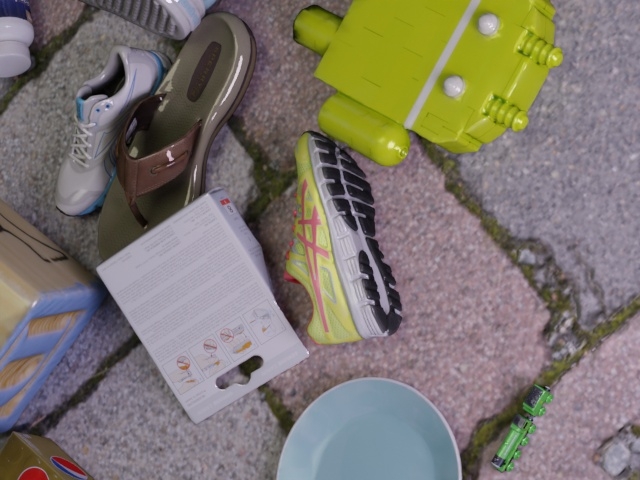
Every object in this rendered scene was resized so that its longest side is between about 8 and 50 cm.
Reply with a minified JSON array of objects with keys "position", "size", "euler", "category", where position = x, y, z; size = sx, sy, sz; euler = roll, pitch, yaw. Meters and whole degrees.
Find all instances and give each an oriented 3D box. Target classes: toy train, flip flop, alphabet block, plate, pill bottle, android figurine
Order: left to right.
[{"position":[-0.358,0.064,1.692],"size":[0.197,0.192,0.193],"euler":[39,98,11],"category":"alphabet block"},{"position":[-0.342,-0.238,1.870],"size":[0.067,0.067,0.120],"euler":[-24,66,26],"category":"pill bottle"},{"position":[-0.152,-0.098,1.700],"size":[0.112,0.080,0.277],"euler":[31,99,35],"category":"flip flop"},{"position":[0.044,0.213,1.530],"size":[0.188,0.024,0.188],"euler":[-9,73,31],"category":"plate"},{"position":[0.099,-0.184,1.583],"size":[0.273,0.056,0.248],"euler":[34,96,36],"category":"android figurine"},{"position":[0.168,0.157,1.465],"size":[0.017,0.024,0.083],"euler":[32,95,34],"category":"toy train"}]

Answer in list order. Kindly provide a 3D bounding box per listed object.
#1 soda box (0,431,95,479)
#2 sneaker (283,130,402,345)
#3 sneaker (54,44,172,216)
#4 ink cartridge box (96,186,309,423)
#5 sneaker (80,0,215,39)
[{"position":[-0.239,0.259,1.678],"size":[0.181,0.058,0.061],"euler":[35,97,34],"category":"soda box"},{"position":[0.000,0.000,1.581],"size":[0.094,0.081,0.208],"euler":[-25,66,28],"category":"sneaker"},{"position":[-0.227,-0.115,1.756],"size":[0.071,0.083,0.190],"euler":[30,95,33],"category":"sneaker"},{"position":[-0.105,0.061,1.647],"size":[0.145,0.045,0.179],"euler":[-32,92,21],"category":"ink cartridge box"},{"position":[-0.208,-0.325,1.791],"size":[0.366,0.135,0.150],"euler":[33,73,35],"category":"sneaker"}]
